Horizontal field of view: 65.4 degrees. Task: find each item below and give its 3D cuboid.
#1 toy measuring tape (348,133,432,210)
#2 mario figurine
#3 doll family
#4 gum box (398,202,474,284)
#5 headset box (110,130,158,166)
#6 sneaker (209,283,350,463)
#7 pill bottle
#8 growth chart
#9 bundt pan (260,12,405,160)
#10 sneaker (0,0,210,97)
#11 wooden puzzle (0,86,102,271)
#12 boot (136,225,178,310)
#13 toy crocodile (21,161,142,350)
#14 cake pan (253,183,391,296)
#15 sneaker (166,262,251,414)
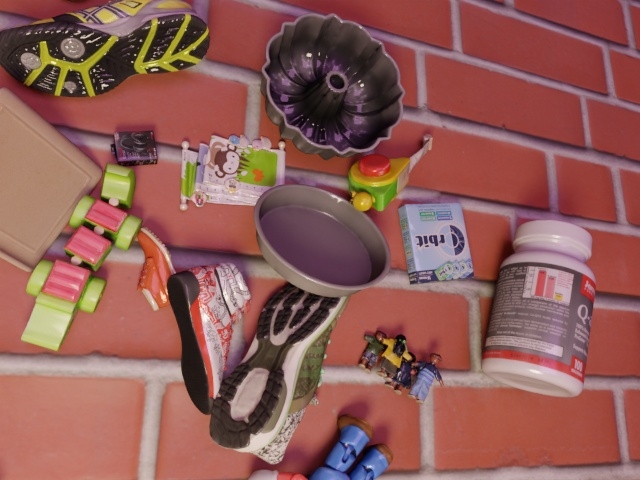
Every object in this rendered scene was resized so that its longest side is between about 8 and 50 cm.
[{"bbox_3d":[0.150,-0.168,1.151,0.121,0.121,0.330,46,50,-5],"label":"toy measuring tape"},{"bbox_3d":[-0.016,0.482,0.932,0.198,0.170,0.320,31,50,27],"label":"mario figurine"},{"bbox_3d":[0.177,0.261,1.066,0.193,0.076,0.111,39,63,-14],"label":"doll family"},{"bbox_3d":[0.272,0.006,1.177,0.157,0.041,0.184,-4,78,-22],"label":"gum box"},{"bbox_3d":[-0.368,-0.181,0.981,0.083,0.032,0.062,-7,80,-24],"label":"headset box"},{"bbox_3d":[-0.049,0.240,0.971,0.410,0.158,0.182,-56,138,-32],"label":"sneaker"},{"bbox_3d":[0.504,0.150,1.138,0.210,0.210,0.363,23,70,-14],"label":"pill bottle"},{"bbox_3d":[-0.181,-0.147,1.052,0.237,0.021,0.172,-3,77,-22],"label":"growth chart"},{"bbox_3d":[0.016,-0.325,1.114,0.331,0.124,0.331,5,75,-19],"label":"bundt pan"},{"bbox_3d":[-0.420,-0.389,0.977,0.384,0.145,0.147,-15,52,-21],"label":"sneaker"},{"bbox_3d":[-0.515,-0.098,0.844,0.221,0.044,0.239,52,54,-49],"label":"wooden puzzle"},{"bbox_3d":[-0.315,0.053,0.934,0.084,0.059,0.158,-29,90,-20],"label":"boot"},{"bbox_3d":[-0.412,0.023,0.876,0.115,0.105,0.340,27,70,-13],"label":"toy crocodile"},{"bbox_3d":[0.000,0.000,0.996,0.293,0.054,0.293,18,38,-15],"label":"cake pan"},{"bbox_3d":[-0.187,0.175,0.932,0.145,0.090,0.270,-17,100,-46],"label":"sneaker"}]
